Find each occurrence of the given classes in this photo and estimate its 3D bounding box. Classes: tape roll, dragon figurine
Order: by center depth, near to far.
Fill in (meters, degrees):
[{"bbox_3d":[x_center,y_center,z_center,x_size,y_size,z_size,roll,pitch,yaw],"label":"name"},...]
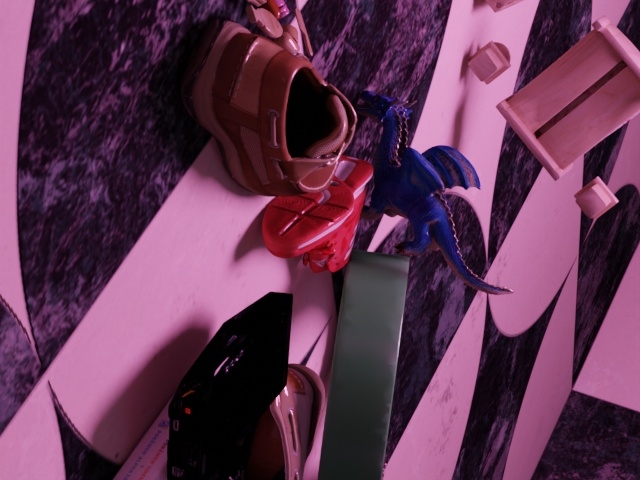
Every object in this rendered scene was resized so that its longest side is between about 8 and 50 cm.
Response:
[{"bbox_3d":[0.127,-0.062,1.866,0.085,0.289,0.144,-4,129,-48],"label":"dragon figurine"},{"bbox_3d":[0.051,0.173,1.935,0.321,0.077,0.321,8,90,-87],"label":"tape roll"}]

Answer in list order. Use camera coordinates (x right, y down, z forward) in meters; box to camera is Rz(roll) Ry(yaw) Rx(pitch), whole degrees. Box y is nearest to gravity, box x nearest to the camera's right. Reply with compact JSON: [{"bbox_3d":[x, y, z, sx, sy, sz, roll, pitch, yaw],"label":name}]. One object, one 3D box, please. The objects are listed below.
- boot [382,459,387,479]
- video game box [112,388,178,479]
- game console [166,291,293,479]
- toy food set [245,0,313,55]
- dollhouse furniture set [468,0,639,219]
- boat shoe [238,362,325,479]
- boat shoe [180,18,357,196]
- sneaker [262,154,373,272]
[{"bbox_3d":[0.009,0.348,2.060,0.207,0.090,0.248,-55,170,-11],"label":"boot"},{"bbox_3d":[-0.162,0.282,1.658,0.187,0.048,0.205,-52,152,-41],"label":"video game box"},{"bbox_3d":[-0.095,0.241,1.675,0.213,0.044,0.361,-47,148,-54],"label":"game console"},{"bbox_3d":[-0.050,-0.219,1.544,0.122,0.019,0.078,28,41,-58],"label":"toy food set"},{"bbox_3d":[0.402,-0.266,2.220,0.303,0.355,0.174,-39,177,31],"label":"dollhouse furniture set"},{"bbox_3d":[-0.074,0.291,1.825,0.103,0.113,0.302,0,97,-65],"label":"boat shoe"},{"bbox_3d":[-0.030,-0.110,1.576,0.122,0.120,0.324,-70,159,-7],"label":"boat shoe"},{"bbox_3d":[0.000,0.000,1.798,0.221,0.087,0.128,-41,142,-53],"label":"sneaker"}]
